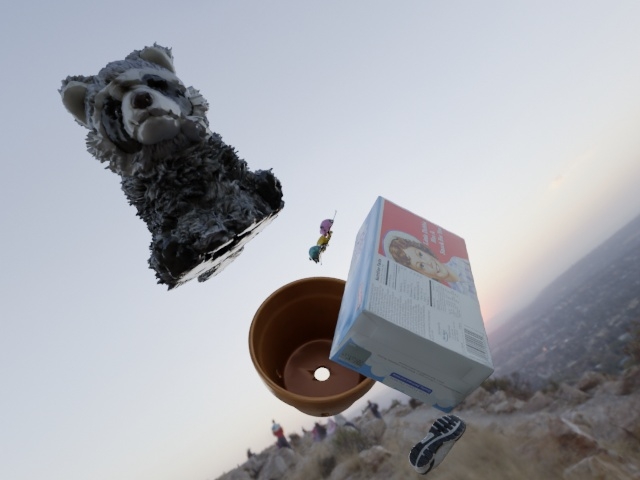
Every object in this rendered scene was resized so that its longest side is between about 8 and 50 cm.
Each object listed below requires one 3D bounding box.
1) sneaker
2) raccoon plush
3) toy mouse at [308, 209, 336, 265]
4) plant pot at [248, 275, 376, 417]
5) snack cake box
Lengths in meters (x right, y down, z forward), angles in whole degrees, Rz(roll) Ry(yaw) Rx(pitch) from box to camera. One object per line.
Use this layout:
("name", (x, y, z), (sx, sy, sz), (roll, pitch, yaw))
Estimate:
("sneaker", (0.181, 0.314, 0.628), (0.109, 0.040, 0.044), (-33, -56, -17))
("raccoon plush", (-0.261, -0.080, 0.667), (0.216, 0.299, 0.446), (-37, 0, -36))
("toy mouse", (0.000, 0.000, 1.007), (0.143, 0.031, 0.161), (-36, -33, -74))
("plant pot", (-0.001, 0.253, 0.904), (0.291, 0.291, 0.203), (-27, -39, -21))
("snack cake box", (0.114, 0.062, 0.530), (0.264, 0.152, 0.089), (-70, 6, -57))
